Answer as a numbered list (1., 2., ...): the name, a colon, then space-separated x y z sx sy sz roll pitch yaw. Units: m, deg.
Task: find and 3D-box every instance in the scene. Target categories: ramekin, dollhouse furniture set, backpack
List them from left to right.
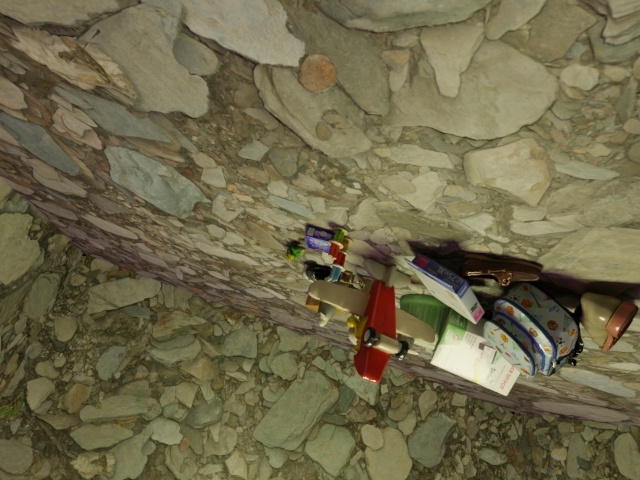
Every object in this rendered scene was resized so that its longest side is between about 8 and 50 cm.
1. dollhouse furniture set: 0.139 0.236 1.649 0.160 0.182 0.101 13 158 13
2. ramekin: 0.464 0.350 1.699 0.303 0.148 0.303 16 158 7
3. backpack: 0.627 0.262 1.232 0.276 0.213 0.264 42 157 40

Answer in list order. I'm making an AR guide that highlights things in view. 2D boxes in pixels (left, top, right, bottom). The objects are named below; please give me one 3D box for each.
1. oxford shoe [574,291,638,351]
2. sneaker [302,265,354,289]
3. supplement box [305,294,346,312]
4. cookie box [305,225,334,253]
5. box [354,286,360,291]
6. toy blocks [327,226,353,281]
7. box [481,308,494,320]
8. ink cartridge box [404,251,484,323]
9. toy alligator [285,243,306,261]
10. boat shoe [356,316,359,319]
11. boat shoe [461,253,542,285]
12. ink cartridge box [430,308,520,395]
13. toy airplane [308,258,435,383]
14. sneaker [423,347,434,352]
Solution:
1. oxford shoe: 0.825 0.227 1.201 0.130 0.123 0.348 36 174 38
2. sneaker: 0.043 0.165 1.702 0.234 0.078 0.106 25 160 -10
3. supplement box: 0.031 0.317 2.080 0.233 0.080 0.078 -2 151 45
4. cookie box: 0.000 0.000 1.391 0.091 0.040 0.107 15 158 9
5. box: 0.104 0.225 1.862 0.093 0.027 0.137 27 157 -24
6. toy blocks: 0.053 0.047 1.313 0.054 0.148 0.123 8 157 24
7. box: 0.640 0.357 1.495 0.175 0.051 0.221 -14 107 31
8. ink cartridge box: 0.395 0.143 1.288 0.185 0.065 0.311 36 177 43
9. toy alligator: -0.097 0.038 1.556 0.051 0.056 0.189 61 156 5
10. boat shoe: 0.235 0.312 1.847 0.103 0.113 0.302 23 158 5
11. boat shoe: 0.506 0.093 1.153 0.206 0.073 0.073 7 152 25
12. ink cartridge box: 0.561 0.389 1.445 0.277 0.117 0.202 20 121 15
13. toy airplane: 0.181 0.265 1.436 0.386 0.384 0.272 56 139 19
14. sneaker: 0.525 0.474 1.983 0.099 0.121 0.262 -2 150 40
